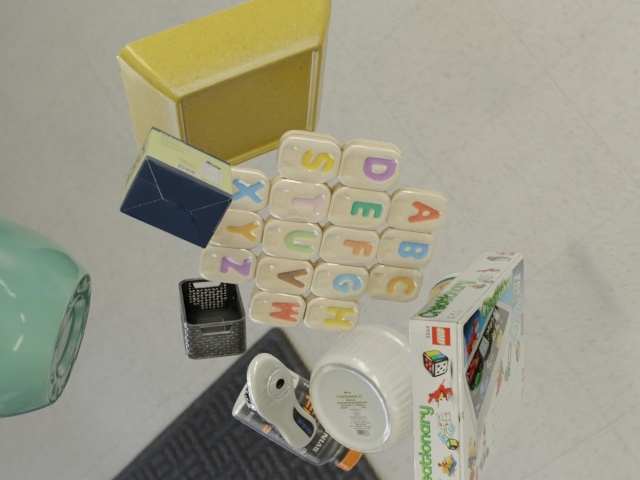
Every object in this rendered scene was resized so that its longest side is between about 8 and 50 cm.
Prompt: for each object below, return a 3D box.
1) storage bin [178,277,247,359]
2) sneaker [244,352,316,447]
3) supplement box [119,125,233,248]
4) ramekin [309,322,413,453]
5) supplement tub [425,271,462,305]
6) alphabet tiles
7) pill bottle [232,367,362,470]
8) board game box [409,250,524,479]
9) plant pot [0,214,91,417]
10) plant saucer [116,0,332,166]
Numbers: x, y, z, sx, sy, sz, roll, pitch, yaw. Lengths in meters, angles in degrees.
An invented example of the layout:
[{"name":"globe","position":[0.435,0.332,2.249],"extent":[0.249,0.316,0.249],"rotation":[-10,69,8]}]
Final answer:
[{"name":"storage bin","position":[-0.220,0.153,1.782],"extent":[0.180,0.122,0.084],"rotation":[-115,23,-60]},{"name":"sneaker","position":[-0.095,0.250,1.446],"extent":[0.079,0.217,0.121],"rotation":[-42,41,-22]},{"name":"supplement box","position":[-0.127,-0.048,0.784],"extent":[0.056,0.083,0.083],"rotation":[-58,19,19]},{"name":"ramekin","position":[0.078,0.249,1.444],"extent":[0.207,0.109,0.207],"rotation":[17,119,32]},{"name":"supplement tub","position":[0.256,0.169,1.635],"extent":[0.144,0.200,0.144],"rotation":[9,127,13]},{"name":"alphabet tiles","position":[0.000,0.000,1.042],"extent":[0.021,0.277,0.284],"rotation":[-93,13,-52]},{"name":"pill bottle","position":[-0.031,0.333,1.646],"extent":[0.245,0.130,0.130],"rotation":[32,107,-5]},{"name":"board game box","position":[0.168,0.136,0.952],"extent":[0.053,0.305,0.193],"rotation":[2,102,24]},{"name":"plant pot","position":[-0.441,0.102,1.154],"extent":[0.235,0.293,0.293],"rotation":[15,97,-3]},{"name":"plant saucer","position":[-0.122,-0.217,1.349],"extent":[0.332,0.333,0.081],"rotation":[-24,66,-15]}]
